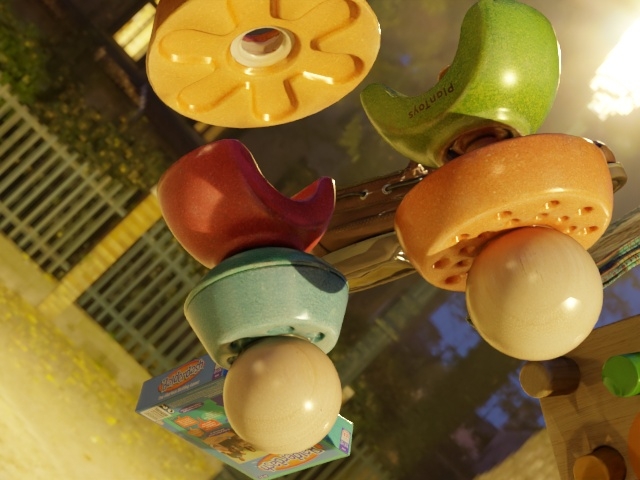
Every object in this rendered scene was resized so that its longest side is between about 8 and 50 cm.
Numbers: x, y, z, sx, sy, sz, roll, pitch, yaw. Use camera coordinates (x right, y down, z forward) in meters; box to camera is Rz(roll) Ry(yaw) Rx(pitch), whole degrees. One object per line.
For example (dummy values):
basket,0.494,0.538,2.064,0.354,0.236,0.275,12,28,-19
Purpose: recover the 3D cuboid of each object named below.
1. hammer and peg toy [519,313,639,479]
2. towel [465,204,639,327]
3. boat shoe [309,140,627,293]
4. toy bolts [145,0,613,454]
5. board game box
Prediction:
hammer and peg toy,0.352,0.172,0.847,0.127,0.361,0.265,2,70,-44
towel,0.388,0.003,1.298,0.040,0.370,0.271,60,-27,3
boat shoe,0.119,-0.045,0.942,0.111,0.307,0.104,30,44,-65
toy bolts,0.000,0.000,0.479,0.218,0.228,0.158,13,53,-39
board game box,-0.089,0.213,1.223,0.160,0.047,0.210,-26,-51,36
